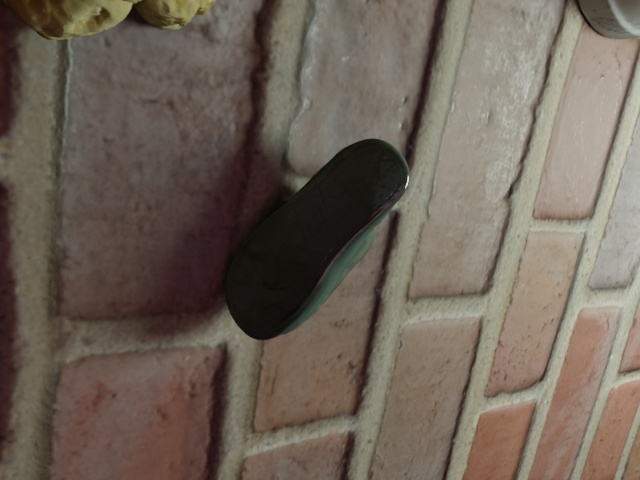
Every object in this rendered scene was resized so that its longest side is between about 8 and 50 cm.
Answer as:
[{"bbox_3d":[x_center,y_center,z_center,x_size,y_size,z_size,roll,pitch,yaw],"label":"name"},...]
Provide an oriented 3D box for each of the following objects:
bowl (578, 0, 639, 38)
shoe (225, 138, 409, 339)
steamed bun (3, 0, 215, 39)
[{"bbox_3d":[0.494,-0.433,0.659,0.287,0.144,0.286,-10,110,-28],"label":"bowl"},{"bbox_3d":[0.000,0.000,0.534,0.251,0.103,0.100,-48,168,6],"label":"shoe"},{"bbox_3d":[-0.169,-0.280,0.307,0.292,0.137,0.295,-29,121,-18],"label":"steamed bun"}]
